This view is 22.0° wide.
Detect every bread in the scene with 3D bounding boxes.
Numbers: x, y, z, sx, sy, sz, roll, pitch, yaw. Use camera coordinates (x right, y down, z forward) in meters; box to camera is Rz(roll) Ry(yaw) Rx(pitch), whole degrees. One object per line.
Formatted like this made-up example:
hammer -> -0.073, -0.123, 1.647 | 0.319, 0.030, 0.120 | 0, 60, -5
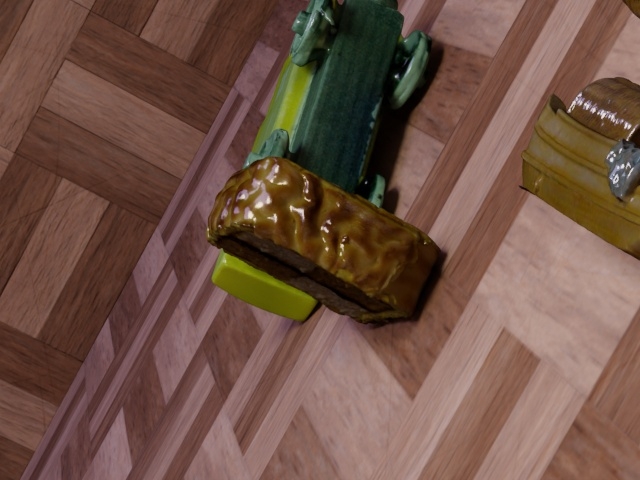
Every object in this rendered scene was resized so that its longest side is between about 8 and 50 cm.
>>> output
bread -> 0.000, 0.000, 1.671 | 0.096, 0.222, 0.181 | -64, 10, -15

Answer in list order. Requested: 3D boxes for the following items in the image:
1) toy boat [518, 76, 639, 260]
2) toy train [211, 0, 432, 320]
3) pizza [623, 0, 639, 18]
toy boat -> 0.227, -0.056, 1.216 | 0.115, 0.089, 0.310 | -58, 13, 6
toy train -> -0.004, -0.109, 2.030 | 0.272, 0.179, 0.442 | 126, 164, -54
pizza -> 0.323, -0.294, 1.373 | 0.288, 0.074, 0.251 | -46, 24, 55
